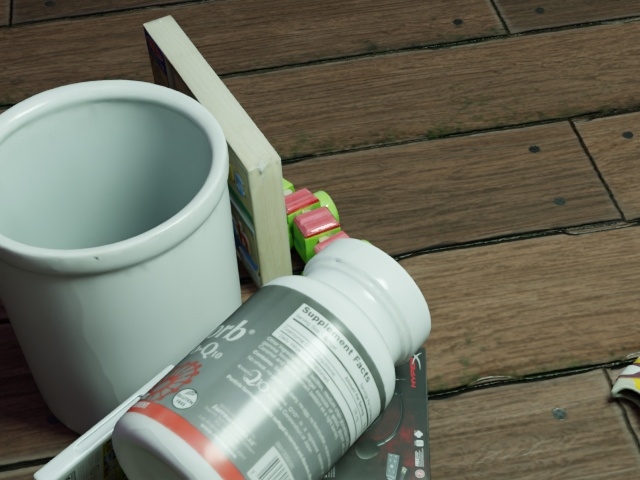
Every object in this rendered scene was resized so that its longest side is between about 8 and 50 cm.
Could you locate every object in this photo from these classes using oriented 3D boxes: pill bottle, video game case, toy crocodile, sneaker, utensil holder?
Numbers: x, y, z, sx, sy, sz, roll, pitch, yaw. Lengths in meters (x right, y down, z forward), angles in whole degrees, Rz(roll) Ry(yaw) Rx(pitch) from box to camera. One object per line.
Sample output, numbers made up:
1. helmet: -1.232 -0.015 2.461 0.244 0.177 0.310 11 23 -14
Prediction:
1. pill bottle: -0.045 0.172 1.254 0.210 0.210 0.363 29 55 28
2. video game case: -0.255 0.268 1.319 0.026 0.227 0.206 41 59 17
3. toy crocodile: 0.000 0.000 1.650 0.115 0.105 0.340 -25 49 -19
4. sneaker: 0.473 0.228 1.426 0.084 0.070 0.185 -40 49 -20
5. utensil holder: -0.266 0.036 1.436 0.327 0.386 0.328 -2 46 2

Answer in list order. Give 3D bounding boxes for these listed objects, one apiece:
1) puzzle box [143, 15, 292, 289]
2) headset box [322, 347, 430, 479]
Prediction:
1. puzzle box: -0.160 -0.133 1.676 0.052 0.272 0.409 -22 47 -17
2. headset box: -0.007 0.253 1.395 0.293 0.110 0.218 0 47 4
